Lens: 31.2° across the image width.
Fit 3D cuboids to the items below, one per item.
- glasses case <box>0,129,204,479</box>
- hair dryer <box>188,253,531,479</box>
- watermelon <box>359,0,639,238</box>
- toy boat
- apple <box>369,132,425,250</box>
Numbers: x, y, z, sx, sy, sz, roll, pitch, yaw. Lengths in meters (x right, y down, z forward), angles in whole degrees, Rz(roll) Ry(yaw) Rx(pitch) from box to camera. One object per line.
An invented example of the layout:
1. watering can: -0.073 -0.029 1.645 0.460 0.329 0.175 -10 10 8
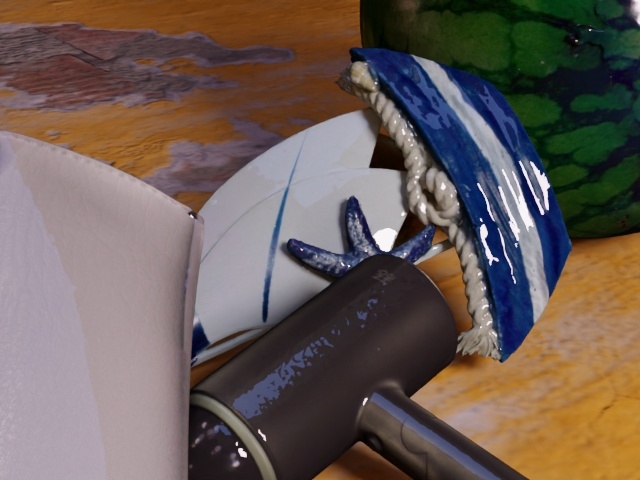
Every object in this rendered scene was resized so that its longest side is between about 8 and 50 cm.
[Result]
1. glasses case: -0.116 0.095 0.507 0.128 0.083 0.308 11 51 -20
2. hair dryer: 0.048 0.123 0.556 0.248 0.078 0.196 30 48 31
3. watermelon: 0.194 -0.170 0.878 0.363 0.363 0.363 1 24 -1
4. toy boat: 0.026 0.017 0.715 0.210 0.070 0.291 41 79 12
5. apple: 0.025 -0.024 0.818 0.099 0.114 0.102 -40 29 -7
